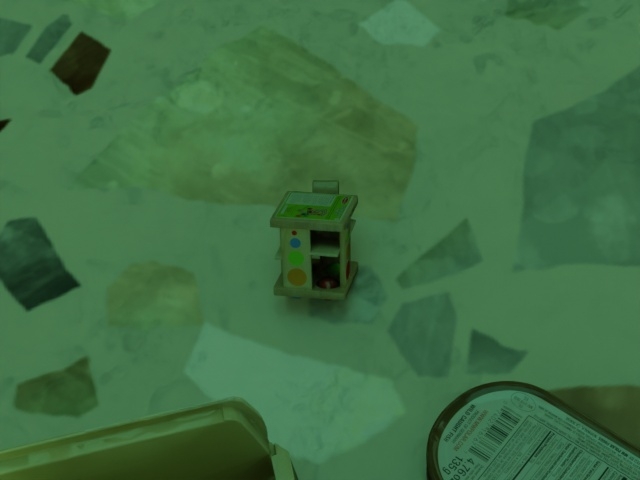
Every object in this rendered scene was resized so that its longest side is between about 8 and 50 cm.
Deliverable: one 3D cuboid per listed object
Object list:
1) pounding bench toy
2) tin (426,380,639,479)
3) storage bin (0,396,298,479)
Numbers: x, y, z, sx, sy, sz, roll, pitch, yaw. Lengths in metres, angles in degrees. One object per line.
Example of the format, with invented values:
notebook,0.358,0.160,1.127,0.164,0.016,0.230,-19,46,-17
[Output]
pounding bench toy,0.000,0.000,1.077,0.052,0.065,0.083,4,26,12
tin,0.151,0.162,0.956,0.190,0.040,0.106,31,70,26
storage bin,-0.123,0.254,0.881,0.260,0.123,0.262,-14,55,0
